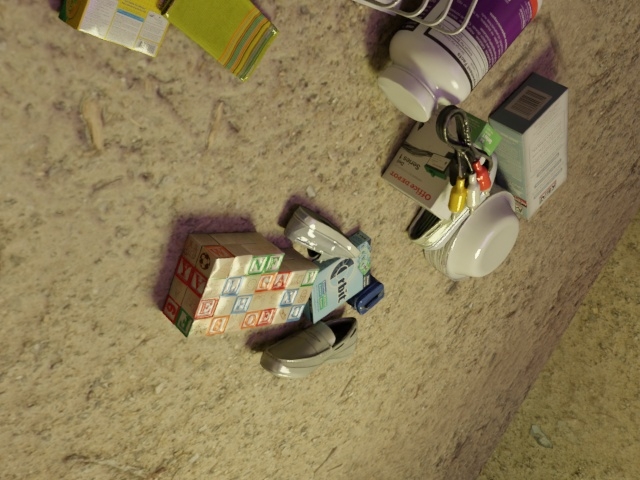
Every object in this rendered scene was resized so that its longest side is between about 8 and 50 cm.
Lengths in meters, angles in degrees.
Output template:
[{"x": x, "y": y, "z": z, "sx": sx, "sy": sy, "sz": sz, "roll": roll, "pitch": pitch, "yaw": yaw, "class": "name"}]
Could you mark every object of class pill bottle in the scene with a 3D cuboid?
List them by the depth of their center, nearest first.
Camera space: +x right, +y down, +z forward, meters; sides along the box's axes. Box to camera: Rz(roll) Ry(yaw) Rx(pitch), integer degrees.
[{"x": 0.256, "y": -0.385, "z": 1.305, "sx": 0.323, "sy": 0.181, "sz": 0.181, "roll": -50, "pitch": 146, "yaw": -4, "class": "pill bottle"}]

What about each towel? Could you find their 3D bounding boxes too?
[{"x": -0.136, "y": -0.314, "z": 0.998, "sx": 0.102, "sy": 0.021, "sz": 0.237, "roll": -59, "pitch": 158, "yaw": 3, "class": "towel"}]

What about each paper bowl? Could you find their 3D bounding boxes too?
[{"x": 0.425, "y": -0.015, "z": 1.873, "sx": 0.284, "sy": 0.148, "sz": 0.284, "roll": -31, "pitch": 142, "yaw": -28, "class": "paper bowl"}]

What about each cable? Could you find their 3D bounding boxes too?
[{"x": 0.297, "y": -0.163, "z": 1.363, "sx": 0.139, "sy": 0.072, "sz": 0.287, "roll": -37, "pitch": 146, "yaw": -13, "class": "cable"}]

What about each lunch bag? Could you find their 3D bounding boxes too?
[{"x": 0.110, "y": 0.135, "z": 1.703, "sx": 0.098, "sy": 0.065, "sz": 0.067, "roll": -40, "pitch": 144, "yaw": -19, "class": "lunch bag"}]

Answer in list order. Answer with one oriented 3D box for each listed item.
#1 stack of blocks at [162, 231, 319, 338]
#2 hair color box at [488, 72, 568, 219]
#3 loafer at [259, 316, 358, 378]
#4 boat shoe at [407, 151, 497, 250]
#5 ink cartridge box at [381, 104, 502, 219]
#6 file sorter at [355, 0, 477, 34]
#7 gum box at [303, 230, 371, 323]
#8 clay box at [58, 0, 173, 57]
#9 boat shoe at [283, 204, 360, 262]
[{"x": -0.139, "y": 0.077, "z": 1.336, "sx": 0.297, "sy": 0.087, "sz": 0.171, "roll": -2, "pitch": 121, "yaw": -49, "class": "stack of blocks"}, {"x": 0.568, "y": -0.244, "z": 1.865, "sx": 0.185, "sy": 0.113, "sz": 0.374, "roll": -44, "pitch": 145, "yaw": -12, "class": "hair color box"}, {"x": -0.019, "y": 0.241, "z": 1.617, "sx": 0.319, "sy": 0.112, "sz": 0.112, "roll": -9, "pitch": 122, "yaw": -56, "class": "loafer"}, {"x": 0.329, "y": -0.103, "z": 1.716, "sx": 0.094, "sy": 0.109, "sz": 0.302, "roll": 11, "pitch": 114, "yaw": -51, "class": "boat shoe"}, {"x": 0.262, "y": -0.179, "z": 1.516, "sx": 0.092, "sy": 0.160, "sz": 0.220, "roll": 23, "pitch": 101, "yaw": -53, "class": "ink cartridge box"}, {"x": 0.126, "y": -0.458, "z": 1.094, "sx": 0.277, "sy": 0.173, "sz": 0.193, "roll": -2, "pitch": 121, "yaw": -48, "class": "file sorter"}, {"x": 0.038, "y": 0.084, "z": 1.594, "sx": 0.184, "sy": 0.041, "sz": 0.157, "roll": -32, "pitch": 141, "yaw": -26, "class": "gum box"}, {"x": -0.227, "y": -0.357, "z": 0.869, "sx": 0.127, "sy": 0.053, "sz": 0.222, "roll": 6, "pitch": 114, "yaw": -54, "class": "clay box"}, {"x": 0.000, "y": 0.000, "z": 1.453, "sx": 0.081, "sy": 0.079, "sz": 0.227, "roll": -48, "pitch": 142, "yaw": 8, "class": "boat shoe"}]
